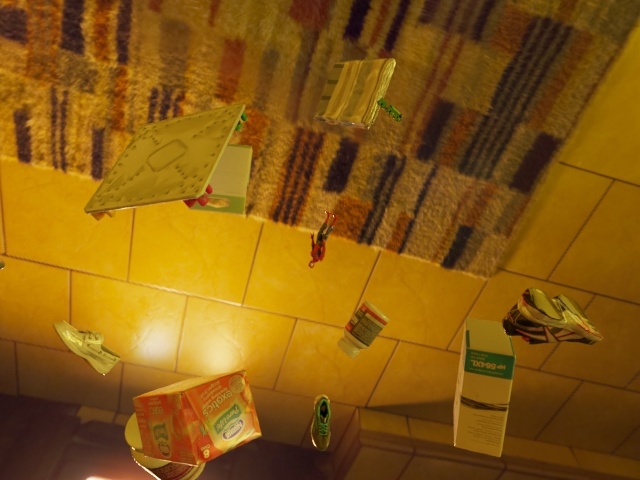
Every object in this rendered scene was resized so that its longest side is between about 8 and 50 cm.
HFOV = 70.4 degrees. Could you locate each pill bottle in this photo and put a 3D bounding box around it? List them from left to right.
[{"bbox_3d":[-0.468,0.620,1.378,0.169,0.169,0.301,-7,137,4],"label":"pill bottle"},{"bbox_3d":[0.140,0.304,1.537,0.108,0.108,0.180,37,91,-20],"label":"pill bottle"}]

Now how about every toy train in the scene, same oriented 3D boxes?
[{"bbox_3d":[0.188,-0.352,1.220,0.083,0.017,0.024,38,100,-9],"label":"toy train"}]

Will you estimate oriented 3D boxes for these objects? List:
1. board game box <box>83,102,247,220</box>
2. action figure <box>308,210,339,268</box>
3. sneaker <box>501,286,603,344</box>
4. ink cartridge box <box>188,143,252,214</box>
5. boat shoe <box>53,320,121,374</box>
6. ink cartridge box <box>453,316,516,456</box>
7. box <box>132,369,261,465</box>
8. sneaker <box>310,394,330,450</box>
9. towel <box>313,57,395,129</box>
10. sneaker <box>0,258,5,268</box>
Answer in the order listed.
[{"bbox_3d":[-0.425,-0.226,1.290,0.390,0.390,0.050,-5,138,22],"label":"board game box"},{"bbox_3d":[0.000,0.000,0.877,0.030,0.038,0.115,9,102,-51],"label":"action figure"},{"bbox_3d":[0.339,0.124,0.678,0.178,0.072,0.077,21,127,-24],"label":"sneaker"},{"bbox_3d":[-0.307,-0.189,1.407,0.171,0.235,0.056,5,164,-7],"label":"ink cartridge box"},{"bbox_3d":[-0.788,0.347,1.546,0.096,0.098,0.277,-39,135,-16],"label":"boat shoe"},{"bbox_3d":[0.305,0.270,0.856,0.086,0.148,0.203,7,104,15],"label":"ink cartridge box"},{"bbox_3d":[-0.281,0.383,0.992,0.154,0.142,0.300,-8,168,-42],"label":"box"},{"bbox_3d":[0.004,0.575,1.435,0.065,0.166,0.076,1,159,-7],"label":"sneaker"},{"bbox_3d":[0.093,-0.446,1.363,0.034,0.285,0.209,17,96,-38],"label":"towel"},{"bbox_3d":[-0.716,0.060,0.940,0.119,0.047,0.057,-36,85,1],"label":"sneaker"}]
